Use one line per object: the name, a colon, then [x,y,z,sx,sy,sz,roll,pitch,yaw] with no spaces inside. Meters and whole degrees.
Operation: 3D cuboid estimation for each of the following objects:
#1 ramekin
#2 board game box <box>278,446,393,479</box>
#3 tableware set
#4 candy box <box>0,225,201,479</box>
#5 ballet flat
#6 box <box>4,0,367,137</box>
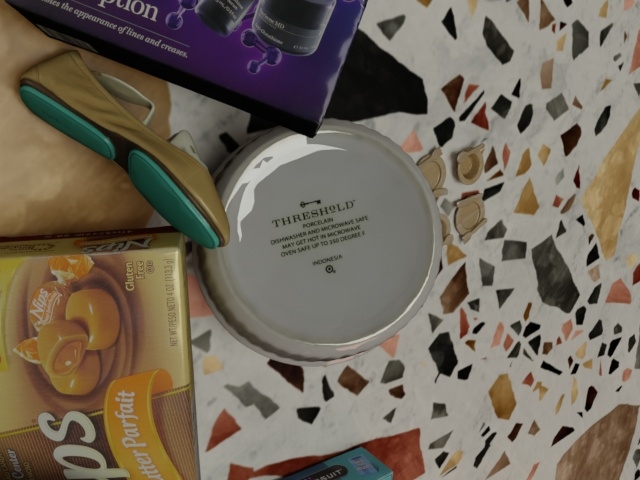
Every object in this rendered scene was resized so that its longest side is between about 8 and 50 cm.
ramekin: [0.000,0.000,0.641,0.273,0.127,0.273,0,87,-8]
board game box: [-0.026,0.497,0.891,0.254,0.079,0.336,-9,109,-34]
tableware set: [0.195,-0.063,0.913,0.141,0.020,0.168,-25,118,-28]
candy box: [-0.212,0.152,0.583,0.183,0.087,0.316,-3,106,-9]
ballet flat: [-0.157,-0.088,0.549,0.232,0.080,0.073,39,62,-1]
box: [-0.092,-0.222,0.520,0.261,0.103,0.184,20,90,-5]
